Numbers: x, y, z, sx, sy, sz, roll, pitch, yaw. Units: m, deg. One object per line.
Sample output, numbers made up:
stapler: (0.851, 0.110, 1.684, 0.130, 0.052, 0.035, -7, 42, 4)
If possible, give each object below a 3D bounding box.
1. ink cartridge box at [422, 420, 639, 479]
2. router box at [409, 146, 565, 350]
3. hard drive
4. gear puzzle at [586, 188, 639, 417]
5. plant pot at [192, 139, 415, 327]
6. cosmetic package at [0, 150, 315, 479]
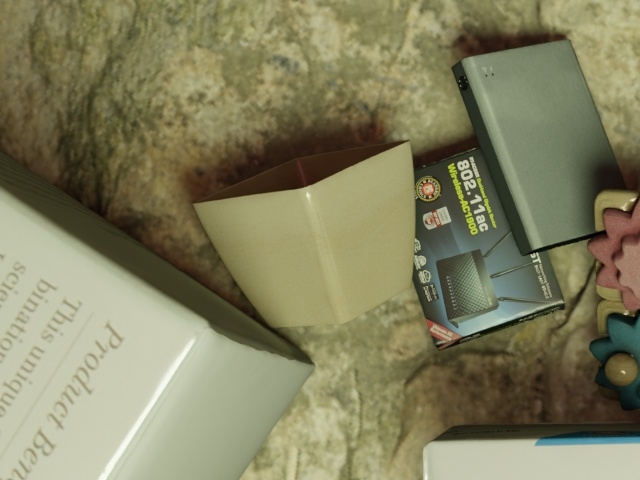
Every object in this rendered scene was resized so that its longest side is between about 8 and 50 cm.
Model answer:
ink cartridge box: (0.140, 0.153, 1.004, 0.140, 0.191, 0.082, -2, 84, 8)
router box: (0.102, 0.003, 1.105, 0.092, 0.038, 0.122, -20, 81, 5)
hard drive: (0.149, -0.063, 1.090, 0.094, 0.022, 0.135, -14, 80, -32)
gear puzzle: (0.328, 0.063, 0.990, 0.339, 0.044, 0.175, 6, 122, 20)
plant pot: (0.000, 0.000, 1.076, 0.109, 0.109, 0.096, -6, 103, 44)
cosmetic package: (-0.273, 0.096, 1.003, 0.394, 0.327, 0.329, 33, 89, 11)
